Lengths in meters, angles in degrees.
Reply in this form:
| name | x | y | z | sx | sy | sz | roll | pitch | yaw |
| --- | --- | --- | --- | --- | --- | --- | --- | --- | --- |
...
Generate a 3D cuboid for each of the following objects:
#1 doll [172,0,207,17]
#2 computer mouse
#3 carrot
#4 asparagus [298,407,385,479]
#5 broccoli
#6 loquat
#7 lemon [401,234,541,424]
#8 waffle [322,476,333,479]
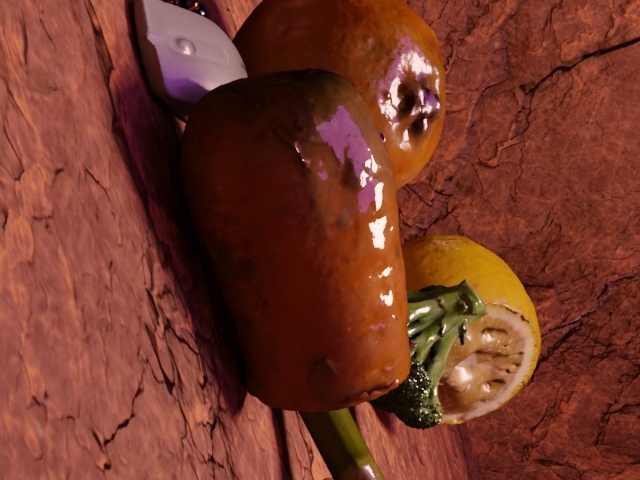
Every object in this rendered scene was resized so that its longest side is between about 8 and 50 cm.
| name | x | y | z | sx | sy | sz | roll | pitch | yaw |
| --- | --- | --- | --- | --- | --- | --- | --- | --- | --- |
| doll | -0.185 | -0.361 | 1.117 | 0.127 | 0.088 | 0.249 | 56 | -8 | 25 |
| computer mouse | -0.140 | -0.201 | 1.118 | 0.231 | 0.079 | 0.128 | 19 | 54 | -74 |
| carrot | -0.023 | -0.006 | 1.045 | 0.224 | 0.224 | 0.341 | -76 | 156 | -71 |
| asparagus | 0.015 | 0.226 | 1.146 | 0.278 | 0.060 | 0.067 | 61 | 6 | 26 |
| broccoli | 0.148 | 0.164 | 1.564 | 0.254 | 0.269 | 0.269 | -131 | -158 | -77 |
| loquat | 0.024 | -0.206 | 1.346 | 0.328 | 0.328 | 0.328 | -16 | 90 | -80 |
| lemon | 0.234 | 0.150 | 1.881 | 0.364 | 0.364 | 0.364 | -16 | 90 | -80 |
| waffle | 0.020 | 0.376 | 1.118 | 0.274 | 0.057 | 0.168 | 10 | 64 | -79 |
